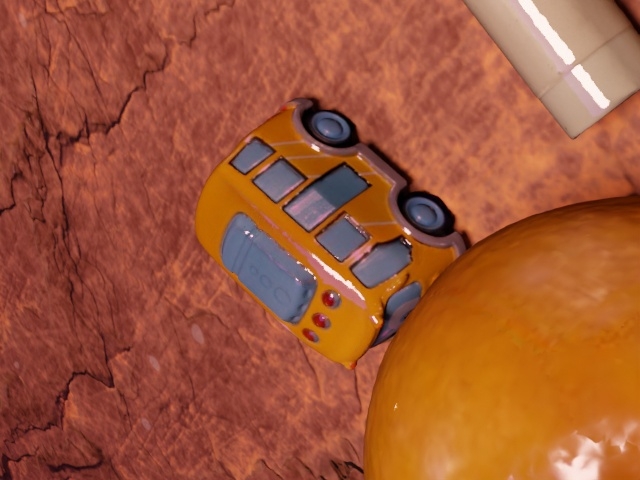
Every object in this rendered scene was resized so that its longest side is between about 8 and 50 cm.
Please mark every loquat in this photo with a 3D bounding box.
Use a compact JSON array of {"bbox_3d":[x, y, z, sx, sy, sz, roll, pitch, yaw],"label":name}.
[{"bbox_3d":[0.184,0.131,0.547,0.328,0.328,0.328,24,130,32],"label":"loquat"}]

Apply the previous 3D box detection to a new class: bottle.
[{"bbox_3d":[0.122,-0.162,0.596,0.201,0.072,0.072,53,139,3],"label":"bottle"}]

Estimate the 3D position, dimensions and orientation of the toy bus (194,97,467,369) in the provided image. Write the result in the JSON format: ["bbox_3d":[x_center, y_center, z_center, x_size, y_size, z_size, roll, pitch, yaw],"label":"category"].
[{"bbox_3d":[0.000,0.000,0.768,0.209,0.136,0.126,42,137,14],"label":"toy bus"}]
